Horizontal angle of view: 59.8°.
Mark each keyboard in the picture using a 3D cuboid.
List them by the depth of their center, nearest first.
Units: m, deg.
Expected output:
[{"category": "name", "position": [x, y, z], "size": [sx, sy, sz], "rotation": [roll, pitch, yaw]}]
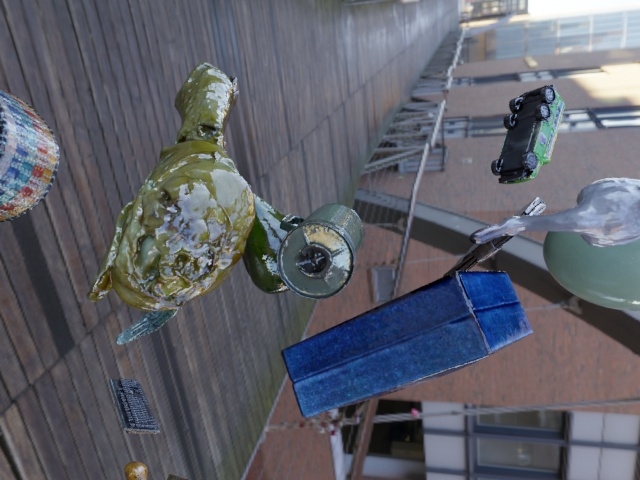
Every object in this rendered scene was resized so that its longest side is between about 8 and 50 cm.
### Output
[{"category": "keyboard", "position": [-0.454, 0.395, 1.343], "size": [0.093, 0.230, 0.025], "rotation": [16, 98, -33]}]

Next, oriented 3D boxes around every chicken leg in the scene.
[{"category": "chicken leg", "position": [-0.178, -0.096, 0.762], "size": [0.152, 0.201, 0.430], "rotation": [40, 39, -41]}]

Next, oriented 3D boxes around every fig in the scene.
[{"category": "fig", "position": [-0.083, -0.006, 0.874], "size": [0.178, 0.117, 0.117], "rotation": [60, 22, -8]}]

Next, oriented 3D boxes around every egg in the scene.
[{"category": "egg", "position": [0.532, 0.019, 0.967], "size": [0.202, 0.282, 0.203], "rotation": [1, 89, -42]}]

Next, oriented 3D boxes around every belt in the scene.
[{"category": "belt", "position": [-0.569, -0.159, 0.911], "size": [0.207, 0.295, 0.160], "rotation": [-56, 159, -3]}]

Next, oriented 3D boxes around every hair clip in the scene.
[{"category": "hair clip", "position": [-0.486, 0.229, 1.575], "size": [0.066, 0.229, 0.036], "rotation": [57, 8, 15]}]

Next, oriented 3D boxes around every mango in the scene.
[{"category": "mango", "position": [-0.560, 0.704, 1.685], "size": [0.063, 0.127, 0.077], "rotation": [-28, 87, -32]}]

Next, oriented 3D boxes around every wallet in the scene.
[{"category": "wallet", "position": [0.357, 0.002, 1.152], "size": [0.042, 0.230, 0.124], "rotation": [53, 37, 8]}]

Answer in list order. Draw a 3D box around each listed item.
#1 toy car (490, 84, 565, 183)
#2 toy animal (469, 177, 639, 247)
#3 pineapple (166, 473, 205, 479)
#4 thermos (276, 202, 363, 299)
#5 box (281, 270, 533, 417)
[{"category": "toy car", "position": [0.318, -0.155, 0.846], "size": [0.062, 0.071, 0.165], "rotation": [31, 70, -27]}, {"category": "toy animal", "position": [0.379, -0.035, 0.728], "size": [0.195, 0.323, 0.091], "rotation": [-17, 105, -60]}, {"category": "pineapple", "position": [-0.231, 0.507, 1.008], "size": [0.114, 0.236, 0.186], "rotation": [42, 13, -35]}, {"category": "thermos", "position": [0.004, 0.003, 0.598], "size": [0.188, 0.083, 0.073], "rotation": [-51, 128, -76]}, {"category": "box", "position": [0.133, 0.146, 0.804], "size": [0.261, 0.278, 0.116], "rotation": [2, 65, -59]}]
